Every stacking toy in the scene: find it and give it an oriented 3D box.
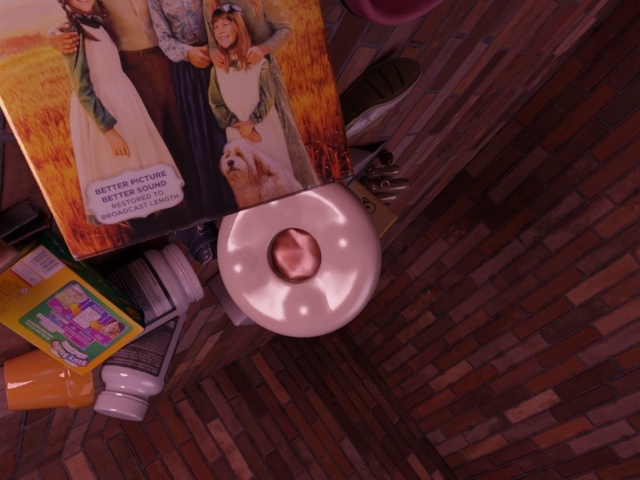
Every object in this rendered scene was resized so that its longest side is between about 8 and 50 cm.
[{"bbox_3d":[0.000,0.000,1.104,0.350,0.350,0.480,-43,176,17],"label":"stacking toy"}]

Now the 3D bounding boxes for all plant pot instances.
[{"bbox_3d":[-0.723,0.362,1.196,0.188,0.205,0.205,-6,148,-33],"label":"plant pot"}]

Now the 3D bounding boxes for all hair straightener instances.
[{"bbox_3d":[-0.586,-0.005,0.747,0.230,0.047,0.089,-28,161,-17],"label":"hair straightener"}]

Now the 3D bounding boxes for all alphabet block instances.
[{"bbox_3d":[0.117,-0.057,1.544,0.192,0.197,0.193,-48,175,-13],"label":"alphabet block"}]

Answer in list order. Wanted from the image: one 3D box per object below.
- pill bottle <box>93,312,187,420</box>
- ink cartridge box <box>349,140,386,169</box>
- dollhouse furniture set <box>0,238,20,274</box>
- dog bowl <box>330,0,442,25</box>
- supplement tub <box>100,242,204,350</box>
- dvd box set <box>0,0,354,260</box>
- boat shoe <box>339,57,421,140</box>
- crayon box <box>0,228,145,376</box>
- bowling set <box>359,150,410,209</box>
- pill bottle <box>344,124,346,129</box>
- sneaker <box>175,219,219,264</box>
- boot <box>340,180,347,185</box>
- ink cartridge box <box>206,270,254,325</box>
[{"bbox_3d":[-0.514,0.335,1.280,0.176,0.176,0.318,115,-12,-57],"label":"pill bottle"},{"bbox_3d":[0.051,-0.200,1.544,0.308,0.091,0.385,-53,175,40],"label":"ink cartridge box"},{"bbox_3d":[-0.648,0.017,0.480,0.394,0.256,0.362,-55,171,-23],"label":"dollhouse furniture set"},{"bbox_3d":[0.148,-0.526,0.690,0.408,0.150,0.408,-34,163,-12],"label":"dog bowl"},{"bbox_3d":[-0.456,0.140,1.129,0.272,0.191,0.191,-30,162,-24],"label":"supplement tub"},{"bbox_3d":[-0.152,-0.220,0.412,0.308,0.420,0.062,-18,-158,-12],"label":"dvd box set"},{"bbox_3d":[0.126,-0.362,1.177,0.302,0.113,0.103,-31,167,13],"label":"boat shoe"},{"bbox_3d":[-0.516,0.133,0.906,0.165,0.081,0.278,-37,124,-3],"label":"crayon box"},{"bbox_3d":[0.202,-0.222,1.648,0.154,0.199,0.287,-5,162,-11],"label":"bowling set"},{"bbox_3d":[-0.070,-0.208,1.078,0.272,0.152,0.152,-43,163,18],"label":"pill bottle"},{"bbox_3d":[-0.265,-0.042,1.100,0.086,0.163,0.226,-13,149,-52],"label":"sneaker"},{"bbox_3d":[-0.029,-0.173,1.249,0.207,0.090,0.248,2,143,3],"label":"boot"},{"bbox_3d":[-0.243,0.181,1.678,0.197,0.198,0.270,-41,164,6],"label":"ink cartridge box"}]
